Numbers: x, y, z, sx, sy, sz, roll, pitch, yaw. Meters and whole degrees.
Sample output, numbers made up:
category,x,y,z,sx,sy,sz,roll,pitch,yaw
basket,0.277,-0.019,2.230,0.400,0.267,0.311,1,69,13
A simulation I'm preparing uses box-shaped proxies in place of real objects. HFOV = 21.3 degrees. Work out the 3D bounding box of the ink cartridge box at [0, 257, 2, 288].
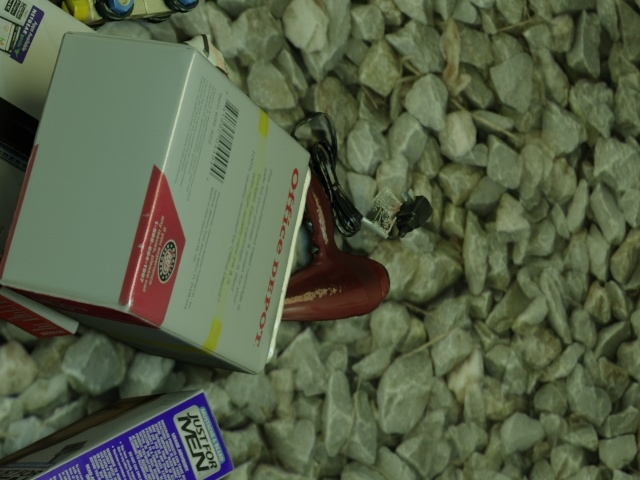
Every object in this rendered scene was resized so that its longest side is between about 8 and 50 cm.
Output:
category,x,y,z,sx,sy,sz,roll,pitch,yaw
ink cartridge box,-0.475,0.083,1.683,0.272,0.130,0.309,39,82,-28

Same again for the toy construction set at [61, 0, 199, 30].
category,x,y,z,sx,sy,sz,roll,pitch,yaw
toy construction set,-0.237,-0.362,1.991,0.327,0.151,0.215,-14,92,-28

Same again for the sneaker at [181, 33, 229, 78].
category,x,y,z,sx,sy,sz,roll,pitch,yaw
sneaker,-0.128,-0.209,2.112,0.044,0.040,0.109,-43,110,-36

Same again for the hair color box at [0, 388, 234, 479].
category,x,y,z,sx,sy,sz,roll,pitch,yaw
hair color box,-0.283,0.275,1.828,0.338,0.185,0.110,-24,97,-38

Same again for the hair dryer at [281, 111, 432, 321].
category,x,y,z,sx,sy,sz,roll,pitch,yaw
hair dryer,0.000,0.000,2.180,0.223,0.080,0.293,37,56,-11

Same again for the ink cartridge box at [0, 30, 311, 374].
category,x,y,z,sx,sy,sz,roll,pitch,yaw
ink cartridge box,-0.165,-0.027,1.858,0.384,0.160,0.279,39,62,-66

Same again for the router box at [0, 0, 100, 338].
category,x,y,z,sx,sy,sz,roll,pitch,yaw
router box,-0.354,-0.106,1.892,0.301,0.082,0.335,31,65,-31
